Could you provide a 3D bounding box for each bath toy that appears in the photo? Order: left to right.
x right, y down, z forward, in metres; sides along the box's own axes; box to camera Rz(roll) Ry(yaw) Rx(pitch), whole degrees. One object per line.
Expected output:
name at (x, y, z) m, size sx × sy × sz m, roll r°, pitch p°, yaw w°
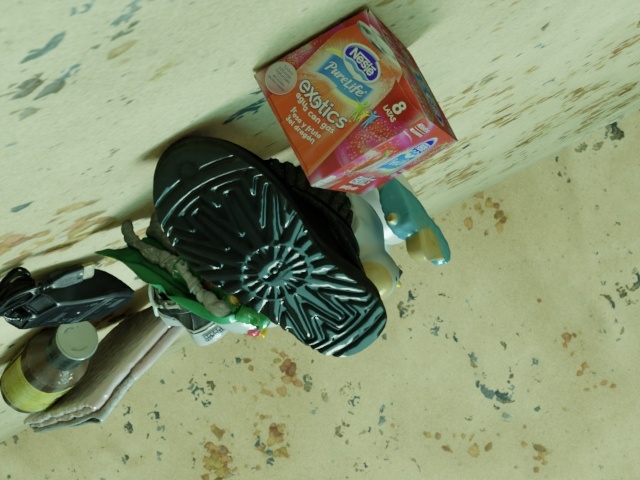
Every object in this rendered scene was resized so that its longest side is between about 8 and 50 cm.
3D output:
bath toy at (0.000, 0.048, 1.544) m, size 0.348 × 0.151 × 0.129 m, roll -25°, pitch 143°, yaw 25°

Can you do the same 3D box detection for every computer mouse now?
computer mouse at (-0.329, 0.056, 1.420) m, size 0.184 × 0.060 × 0.262 m, roll -34°, pitch 164°, yaw 38°

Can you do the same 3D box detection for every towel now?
towel at (-0.373, 0.224, 2.049) m, size 0.317 × 0.053 × 0.332 m, roll -49°, pitch -164°, yaw -33°

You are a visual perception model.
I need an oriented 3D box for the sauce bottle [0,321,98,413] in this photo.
sauce bottle at (-0.456, 0.211, 1.884) m, size 0.111 × 0.111 × 0.344 m, roll -24°, pitch 174°, yaw -32°

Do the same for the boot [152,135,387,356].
boot at (-0.068, -0.039, 1.288) m, size 0.131 × 0.348 × 0.260 m, roll -34°, pitch -145°, yaw 13°

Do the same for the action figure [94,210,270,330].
action figure at (-0.142, 0.040, 1.333) m, size 0.137 × 0.232 × 0.063 m, roll -25°, pitch 137°, yaw -44°

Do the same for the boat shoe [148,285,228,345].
boat shoe at (-0.231, 0.087, 1.848) m, size 0.113 × 0.105 × 0.306 m, roll -38°, pitch -160°, yaw -5°

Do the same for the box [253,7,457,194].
box at (0.045, -0.130, 1.124) m, size 0.128 × 0.123 × 0.257 m, roll -29°, pitch 174°, yaw 11°

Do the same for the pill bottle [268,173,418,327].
pill bottle at (0.000, 0.000, 1.788) m, size 0.318 × 0.176 × 0.176 m, roll -31°, pitch 173°, yaw 30°
